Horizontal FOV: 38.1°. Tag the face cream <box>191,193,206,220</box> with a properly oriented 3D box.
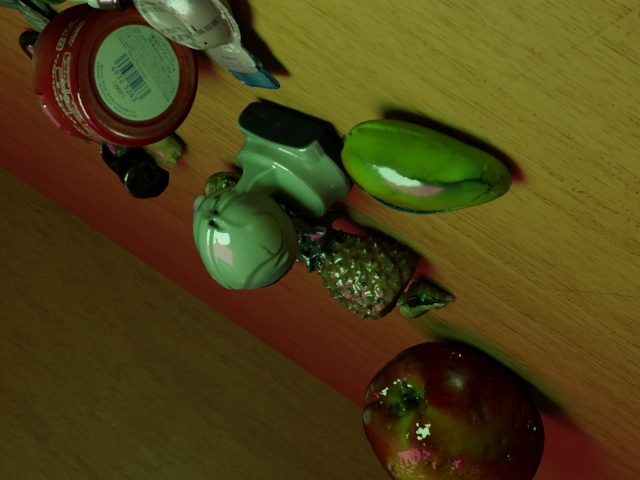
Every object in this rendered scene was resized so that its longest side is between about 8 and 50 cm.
[{"bbox_3d":[-0.183,-0.013,2.208,0.269,0.073,0.107,32,157,12],"label":"face cream"}]

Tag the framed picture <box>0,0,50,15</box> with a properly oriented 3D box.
[{"bbox_3d":[-0.627,-0.518,1.670,0.209,0.019,0.281,20,159,42],"label":"framed picture"}]

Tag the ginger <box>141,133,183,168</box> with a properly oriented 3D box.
[{"bbox_3d":[-0.355,-0.220,1.928,0.190,0.069,0.095,44,159,-30],"label":"ginger"}]

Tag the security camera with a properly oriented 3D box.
[{"bbox_3d":[-0.087,-0.052,1.473,0.197,0.277,0.191,24,161,33],"label":"security camera"}]

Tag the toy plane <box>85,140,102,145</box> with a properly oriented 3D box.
[{"bbox_3d":[-0.509,-0.248,2.208,0.096,0.060,0.235,15,155,18],"label":"toy plane"}]

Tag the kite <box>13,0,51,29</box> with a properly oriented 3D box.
[{"bbox_3d":[-0.467,-0.378,1.736,0.245,0.015,0.141,32,175,-1],"label":"kite"}]

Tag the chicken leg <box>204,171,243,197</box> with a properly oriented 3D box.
[{"bbox_3d":[-0.149,-0.079,1.911,0.103,0.088,0.227,-7,154,32],"label":"chicken leg"}]

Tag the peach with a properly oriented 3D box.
[{"bbox_3d":[0.301,0.425,2.035,0.416,0.339,0.353,39,166,-37],"label":"peach"}]

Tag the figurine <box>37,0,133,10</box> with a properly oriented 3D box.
[{"bbox_3d":[-0.435,-0.417,1.310,0.369,0.167,0.281,21,167,14],"label":"figurine"}]

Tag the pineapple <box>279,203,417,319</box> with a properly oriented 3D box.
[{"bbox_3d":[0.000,0.001,1.713,0.364,0.165,0.165,35,165,7],"label":"pineapple"}]

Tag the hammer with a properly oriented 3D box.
[{"bbox_3d":[-0.489,-0.278,1.978,0.409,0.095,0.242,56,172,-32],"label":"hammer"}]

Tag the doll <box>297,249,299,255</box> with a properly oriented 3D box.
[{"bbox_3d":[-0.040,0.009,1.925,0.245,0.076,0.142,15,158,22],"label":"doll"}]

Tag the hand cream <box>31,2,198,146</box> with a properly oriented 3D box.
[{"bbox_3d":[-0.312,-0.256,1.422,0.149,0.230,0.230,15,156,50],"label":"hand cream"}]

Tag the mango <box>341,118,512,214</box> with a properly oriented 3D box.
[{"bbox_3d":[0.135,-0.091,1.219,0.232,0.111,0.125,15,171,19],"label":"mango"}]

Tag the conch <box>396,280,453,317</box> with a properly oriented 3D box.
[{"bbox_3d":[0.194,0.116,1.797,0.121,0.074,0.089,-2,-178,32],"label":"conch"}]

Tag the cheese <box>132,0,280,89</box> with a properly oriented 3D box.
[{"bbox_3d":[-0.164,-0.297,1.269,0.189,0.074,0.286,18,162,49],"label":"cheese"}]
